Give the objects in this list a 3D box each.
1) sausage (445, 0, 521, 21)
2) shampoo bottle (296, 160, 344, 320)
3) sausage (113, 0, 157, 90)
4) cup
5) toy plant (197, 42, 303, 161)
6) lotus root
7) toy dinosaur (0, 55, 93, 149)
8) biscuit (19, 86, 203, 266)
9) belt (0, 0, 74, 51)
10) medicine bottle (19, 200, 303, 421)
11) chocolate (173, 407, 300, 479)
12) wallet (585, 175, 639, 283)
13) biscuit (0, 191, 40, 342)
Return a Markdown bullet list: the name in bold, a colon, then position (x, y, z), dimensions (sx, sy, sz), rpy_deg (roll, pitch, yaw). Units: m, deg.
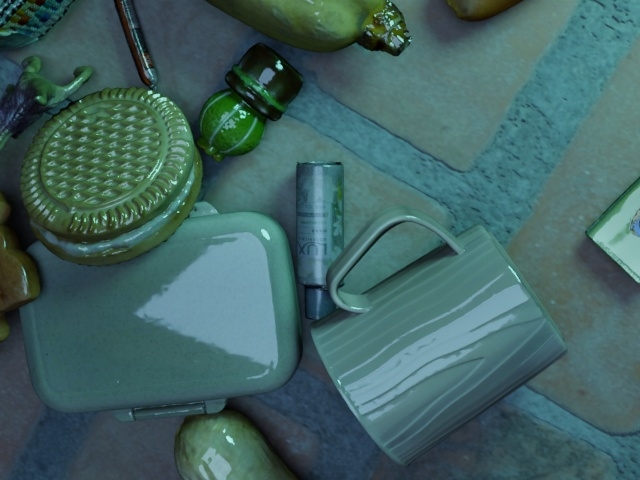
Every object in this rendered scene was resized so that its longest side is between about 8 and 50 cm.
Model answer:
- **sausage**: position (0.292, -0.383, 1.204), dimensions (0.300, 0.083, 0.089), rpy_deg (-33, 98, 11)
- **shampoo bottle**: position (0.000, 0.000, 1.279), dimensions (0.072, 0.072, 0.214), rpy_deg (0, 97, 5)
- **sausage**: position (-0.260, -0.300, 1.293), dimensions (0.028, 0.025, 0.198), rpy_deg (-20, 95, -25)
- **cup**: position (0.132, 0.105, 1.213), dimensions (0.273, 0.208, 0.288), rpy_deg (-34, 85, 7)
- **toy plant**: position (-0.101, -0.179, 1.259), dimensions (0.093, 0.093, 0.162), rpy_deg (40, 102, 0)
- **lotus root**: position (-0.033, -0.341, 1.208), dimensions (0.343, 0.151, 0.169), rpy_deg (27, 113, -2)
- **toy dinosaur**: position (-0.374, -0.179, 1.236), dimensions (0.251, 0.199, 0.072), rpy_deg (-18, 125, 36)
- **biscuit**: position (-0.277, -0.088, 1.239), dimensions (0.259, 0.079, 0.259), rpy_deg (-7, 57, 10)
- **belt**: position (-0.430, -0.372, 1.240), dimensions (0.207, 0.150, 0.257), rpy_deg (45, 97, 8)
- **medicine bottle**: position (-0.216, 0.097, 1.281), dimensions (0.375, 0.123, 0.282), rpy_deg (-7, 92, 7)
- **chocolate**: position (-0.085, 0.360, 1.299), dimensions (0.134, 0.134, 0.309), rpy_deg (-44, 89, 8)
- **wallet**: position (0.444, -0.029, 1.249), dimensions (0.110, 0.039, 0.155), rpy_deg (44, 98, 3)
- **biscuit**: position (-0.499, 0.065, 1.295), dimensions (0.284, 0.043, 0.306), rpy_deg (35, 110, 30)
